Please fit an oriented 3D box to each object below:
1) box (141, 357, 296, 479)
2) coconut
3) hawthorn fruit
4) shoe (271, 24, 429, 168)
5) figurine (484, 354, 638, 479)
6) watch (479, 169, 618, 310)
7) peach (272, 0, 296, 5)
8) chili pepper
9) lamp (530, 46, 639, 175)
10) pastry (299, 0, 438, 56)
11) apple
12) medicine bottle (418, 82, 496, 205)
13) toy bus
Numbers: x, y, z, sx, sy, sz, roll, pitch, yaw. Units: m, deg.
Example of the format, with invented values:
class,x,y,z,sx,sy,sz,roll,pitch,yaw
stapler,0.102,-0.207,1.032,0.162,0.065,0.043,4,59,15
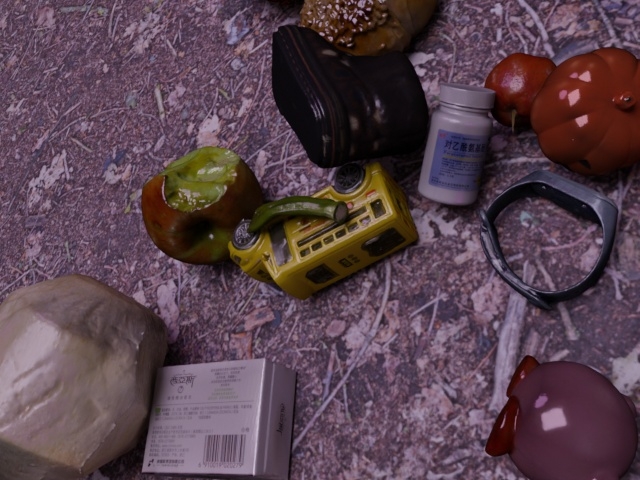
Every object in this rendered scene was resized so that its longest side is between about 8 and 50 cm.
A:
class,x,y,z,sx,sy,sz,roll,pitch,yaw
box,-0.180,0.323,1.160,0.260,0.111,0.195,-11,63,32
coconut,-0.479,0.277,1.220,0.344,0.415,0.416,25,83,18
hawthorn fruit,0.329,-0.247,1.075,0.140,0.125,0.125,-26,44,-30
shoe,0.050,-0.279,1.172,0.236,0.172,0.384,-10,39,-15
figurine,0.321,0.242,0.842,0.173,0.173,0.173,-14,62,27
watch,0.342,-0.007,1.003,0.206,0.068,0.193,35,89,37
peach,-0.084,-0.709,1.422,0.416,0.353,0.339,20,82,37
chili pepper,-0.046,-0.049,1.107,0.201,0.050,0.052,-4,28,31
lamp,0.413,-0.190,0.957,0.187,0.164,0.188,0,89,-5
pastry,0.079,-0.486,1.318,0.315,0.184,0.285,-43,51,9
apple,-0.239,-0.081,1.302,0.246,0.246,0.226,-34,44,15
medicine bottle,0.227,-0.160,1.074,0.102,0.102,0.187,25,116,38
toy bus,0.000,0.000,1.172,0.330,0.144,0.152,-28,57,18
